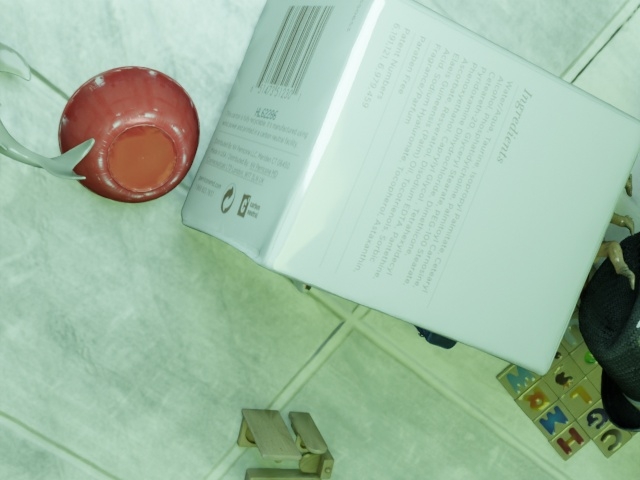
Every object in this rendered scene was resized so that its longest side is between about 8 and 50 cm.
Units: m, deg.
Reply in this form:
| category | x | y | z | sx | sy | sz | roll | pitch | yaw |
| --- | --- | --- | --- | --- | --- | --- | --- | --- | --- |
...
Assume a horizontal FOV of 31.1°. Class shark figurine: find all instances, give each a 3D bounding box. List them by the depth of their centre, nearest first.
| category | x | y | z | sx | sy | sz | roll | pitch | yaw |
| --- | --- | --- | --- | --- | --- | --- | --- | --- | --- |
| shark figurine | -0.385 | -0.168 | 1.311 | 0.166 | 0.116 | 0.278 | -26 | 95 | 0 |

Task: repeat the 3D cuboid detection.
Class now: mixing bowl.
| category | x | y | z | sx | sy | sz | roll | pitch | yaw |
| --- | --- | --- | --- | --- | --- | --- | --- | --- | --- |
| mixing bowl | -0.228 | -0.116 | 1.432 | 0.181 | 0.098 | 0.181 | -8 | 116 | -16 |

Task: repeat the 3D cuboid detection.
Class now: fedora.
| category | x | y | z | sx | sy | sz | roll | pitch | yaw |
| --- | --- | --- | --- | --- | --- | --- | --- | --- | --- |
| fedora | 0.473 | 0.101 | 1.640 | 0.152 | 0.334 | 0.334 | 36 | 97 | -18 |

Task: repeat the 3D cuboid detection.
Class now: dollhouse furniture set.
| category | x | y | z | sx | sy | sz | roll | pitch | yaw |
| --- | --- | --- | --- | --- | --- | --- | --- | --- | --- |
| dollhouse furniture set | -0.046 | 0.345 | 1.679 | 0.144 | 0.123 | 0.151 | 6 | 110 | -21 |

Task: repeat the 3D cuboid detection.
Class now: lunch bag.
| category | x | y | z | sx | sy | sz | roll | pitch | yaw |
| --- | --- | --- | --- | --- | --- | --- | --- | --- | --- |
| lunch bag | 0.178 | 0.107 | 1.686 | 0.067 | 0.065 | 0.098 | 24 | 110 | -43 |

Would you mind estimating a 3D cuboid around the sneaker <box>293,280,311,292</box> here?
| category | x | y | z | sx | sy | sz | roll | pitch | yaw |
| --- | --- | --- | --- | --- | --- | --- | --- | --- | --- |
| sneaker | 0.000 | 0.000 | 1.584 | 0.064 | 0.061 | 0.158 | 0 | 113 | -26 |

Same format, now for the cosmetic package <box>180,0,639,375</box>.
| category | x | y | z | sx | sy | sz | roll | pitch | yaw |
| --- | --- | --- | --- | --- | --- | --- | --- | --- | --- |
| cosmetic package | 0.102 | -0.079 | 1.398 | 0.393 | 0.329 | 0.327 | 22 | 91 | -25 |

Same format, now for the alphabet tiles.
| category | x | y | z | sx | sy | sz | roll | pitch | yaw |
| --- | --- | --- | --- | --- | --- | --- | --- | --- | --- |
| alphabet tiles | 0.447 | 0.198 | 1.850 | 0.285 | 0.011 | 0.342 | -41 | 119 | 1 |

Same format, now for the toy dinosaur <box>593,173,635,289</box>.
| category | x | y | z | sx | sy | sz | roll | pitch | yaw |
| --- | --- | --- | --- | --- | --- | --- | --- | --- | --- |
| toy dinosaur | 0.336 | -0.033 | 1.617 | 0.200 | 0.127 | 0.296 | -2 | 102 | 16 |
